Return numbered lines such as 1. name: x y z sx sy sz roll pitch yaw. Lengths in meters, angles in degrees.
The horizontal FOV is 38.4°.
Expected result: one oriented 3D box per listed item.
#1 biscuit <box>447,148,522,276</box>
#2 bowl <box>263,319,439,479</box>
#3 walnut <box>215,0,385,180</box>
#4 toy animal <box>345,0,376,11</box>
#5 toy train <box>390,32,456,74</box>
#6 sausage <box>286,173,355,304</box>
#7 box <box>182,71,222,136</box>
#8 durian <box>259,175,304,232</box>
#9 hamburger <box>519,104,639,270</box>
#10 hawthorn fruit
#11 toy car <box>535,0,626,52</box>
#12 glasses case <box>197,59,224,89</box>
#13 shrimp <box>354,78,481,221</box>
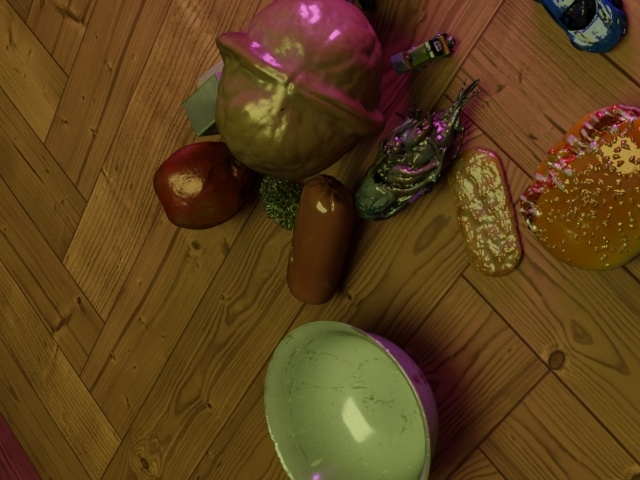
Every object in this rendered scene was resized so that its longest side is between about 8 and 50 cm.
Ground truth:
1. biscuit: 0.307 -0.052 1.729 0.118 0.029 0.247 -14 90 43
2. bowl: 0.101 0.353 1.897 0.435 0.196 0.434 11 106 40
3. walnut: -0.039 -0.288 1.725 0.381 0.381 0.381 11 107 40
4. toy animal: 0.074 -0.528 1.778 0.343 0.106 0.168 -12 100 42
5. toy train: 0.193 -0.352 1.729 0.122 0.081 0.050 -19 93 43
6. sausage: 0.000 -0.001 1.922 0.121 0.121 0.304 40 139 28
7. box: -0.161 -0.296 1.961 0.129 0.225 0.086 -32 78 42
8. durian: -0.073 -0.075 2.026 0.221 0.095 0.137 32 119 39
9. hamburger: 0.468 -0.081 1.502 0.227 0.151 0.295 51 127 18
10. hawthorn fruit: -0.244 -0.136 2.092 0.262 0.210 0.210 -20 86 37
11. toy car: 0.415 -0.400 1.528 0.216 0.063 0.103 54 129 19
12. glasses case: -0.212 -0.372 2.108 0.204 0.051 0.081 -21 87 43
13. shrimp: 0.186 -0.148 1.732 0.372 0.137 0.172 -58 46 45
